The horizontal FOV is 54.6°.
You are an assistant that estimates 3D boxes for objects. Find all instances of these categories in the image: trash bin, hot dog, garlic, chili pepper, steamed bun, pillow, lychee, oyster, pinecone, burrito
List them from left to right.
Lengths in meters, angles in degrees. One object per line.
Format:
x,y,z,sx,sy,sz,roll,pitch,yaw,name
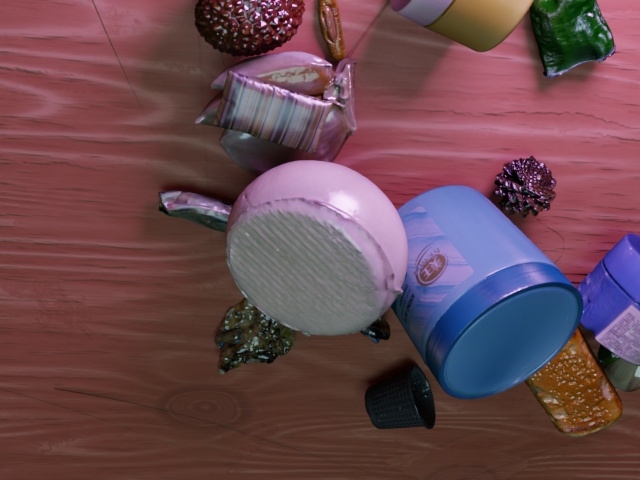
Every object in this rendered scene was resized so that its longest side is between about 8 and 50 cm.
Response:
-0.217,-0.052,1.407,0.308,0.066,0.096,16,153,-16,burrito
-0.119,-0.413,1.102,0.188,0.188,0.188,-1,124,-2,lychee
-0.174,0.251,1.616,0.214,0.083,0.223,-6,118,-2,oyster
-0.088,-0.236,1.155,0.203,0.038,0.113,15,118,-15,pillow
-0.072,-0.247,1.247,0.324,0.132,0.279,-10,124,6,garlic
0.000,0.000,1.253,0.374,0.241,0.375,11,133,12,steamed bun
0.021,-0.415,1.204,0.043,0.028,0.137,-6,126,10,hot dog
0.217,0.454,1.730,0.160,0.176,0.175,-22,123,24,trash bin
0.449,-0.114,1.372,0.140,0.140,0.120,28,144,-20,pinecone
0.608,0.308,1.606,0.185,0.223,0.405,-31,113,15,hot dog
0.457,-0.450,1.164,0.136,0.099,0.270,-7,135,32,chili pepper
0.859,0.335,1.704,0.128,0.115,0.207,19,119,-8,garlic

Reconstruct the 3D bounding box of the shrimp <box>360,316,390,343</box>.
-0.005,0.147,1.524,0.445,0.110,0.221,30,129,-23,shrimp

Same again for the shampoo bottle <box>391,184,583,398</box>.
0.317,0.100,1.332,0.330,0.343,0.331,-14,133,-15,shampoo bottle

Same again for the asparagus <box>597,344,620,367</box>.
0.845,0.246,1.645,0.287,0.080,0.080,-26,123,-4,asparagus

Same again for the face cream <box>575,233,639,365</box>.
0.759,0.144,1.486,0.248,0.249,0.225,24,119,-18,face cream

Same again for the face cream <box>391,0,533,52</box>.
0.253,-0.461,1.068,0.179,0.218,0.218,19,121,-17,face cream
